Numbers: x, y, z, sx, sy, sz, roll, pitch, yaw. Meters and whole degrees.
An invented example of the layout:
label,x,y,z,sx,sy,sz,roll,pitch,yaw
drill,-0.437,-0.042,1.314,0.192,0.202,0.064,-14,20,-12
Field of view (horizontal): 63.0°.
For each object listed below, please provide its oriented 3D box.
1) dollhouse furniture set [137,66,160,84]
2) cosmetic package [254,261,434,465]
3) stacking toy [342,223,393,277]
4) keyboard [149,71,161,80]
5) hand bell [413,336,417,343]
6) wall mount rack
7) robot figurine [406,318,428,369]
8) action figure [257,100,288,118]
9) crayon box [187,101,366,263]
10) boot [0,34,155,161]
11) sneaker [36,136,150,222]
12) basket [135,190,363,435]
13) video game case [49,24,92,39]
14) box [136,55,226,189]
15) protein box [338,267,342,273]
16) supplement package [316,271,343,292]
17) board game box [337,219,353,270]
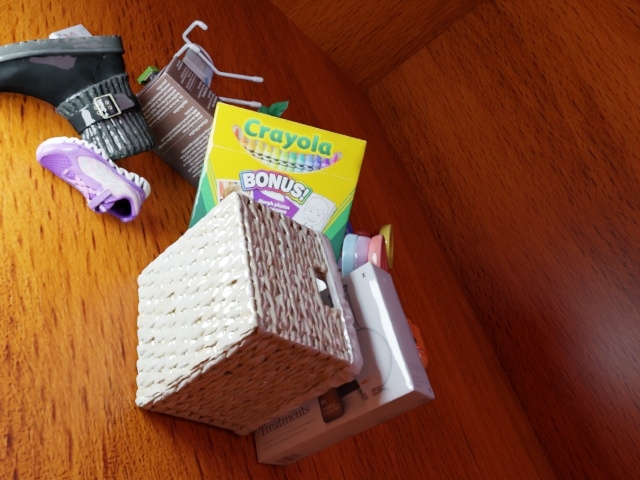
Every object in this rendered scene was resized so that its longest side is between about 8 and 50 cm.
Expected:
label,x,y,z,sx,sy,sz,roll,pitch,yaw
dollhouse furniture set,-0.441,-0.405,1.461,0.151,0.058,0.076,56,23,-1
cosmetic package,0.013,0.260,1.087,0.097,0.377,0.284,34,31,-44
stacking toy,0.109,0.104,1.331,0.309,0.130,0.279,-22,111,-75
keyboard,-0.406,-0.385,1.468,0.108,0.023,0.180,-42,117,-58
hand bell,0.165,0.333,1.465,0.126,0.242,0.126,44,26,-29
wall mount rack,-0.345,-0.572,1.775,0.304,0.130,0.350,41,28,-32
robot figurine,0.301,0.378,1.820,0.128,0.158,0.219,21,39,-29
action figure,-0.188,-0.429,1.945,0.063,0.137,0.232,55,28,-37
crayon box,-0.104,-0.128,1.262,0.363,0.313,0.106,13,2,-9
boot,-0.514,-0.264,1.053,0.348,0.131,0.260,-24,112,-39
sneaker,-0.446,-0.111,1.039,0.236,0.095,0.104,34,39,-44
basket,-0.146,0.143,0.994,0.266,0.331,0.328,31,34,-42
video game case,-0.580,-0.465,1.315,0.157,0.019,0.143,48,24,-20
box,-0.308,-0.268,1.377,0.381,0.191,0.143,45,26,-27
protein box,0.106,0.194,1.580,0.136,0.201,0.200,25,39,-51
supplement package,-0.009,0.188,1.359,0.194,0.203,0.149,25,38,-52
board game box,0.000,0.000,1.723,0.318,0.066,0.318,14,46,-42
